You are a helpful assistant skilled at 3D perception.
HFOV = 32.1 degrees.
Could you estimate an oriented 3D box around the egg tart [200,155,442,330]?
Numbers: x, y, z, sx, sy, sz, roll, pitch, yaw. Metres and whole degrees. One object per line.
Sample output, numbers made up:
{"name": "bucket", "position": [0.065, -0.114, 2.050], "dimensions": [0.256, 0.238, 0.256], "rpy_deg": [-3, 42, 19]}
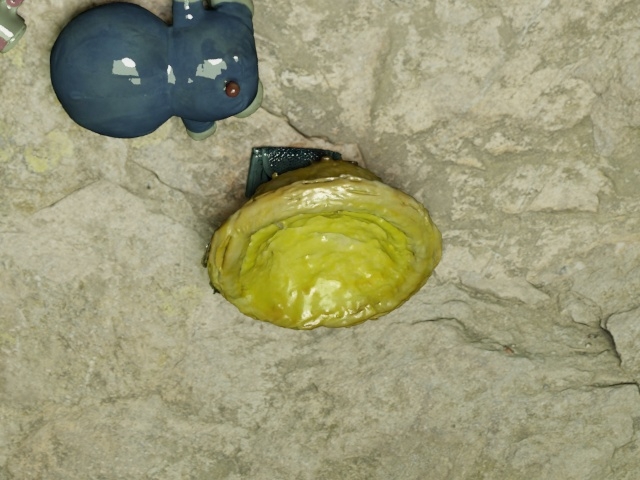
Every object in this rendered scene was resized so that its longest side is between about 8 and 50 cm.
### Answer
{"name": "egg tart", "position": [0.000, 0.000, 1.557], "dimensions": [0.345, 0.133, 0.345], "rpy_deg": [-6, 143, -5]}

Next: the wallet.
{"name": "wallet", "position": [-0.038, -0.091, 1.570], "dimensions": [0.129, 0.026, 0.088], "rpy_deg": [3, 125, -15]}

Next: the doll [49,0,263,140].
{"name": "doll", "position": [-0.202, -0.212, 1.389], "dimensions": [0.258, 0.154, 0.228], "rpy_deg": [-3, 129, -2]}

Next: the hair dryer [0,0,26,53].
{"name": "hair dryer", "position": [-0.374, -0.312, 1.340], "dimensions": [0.154, 0.054, 0.106], "rpy_deg": [-44, 118, 7]}
